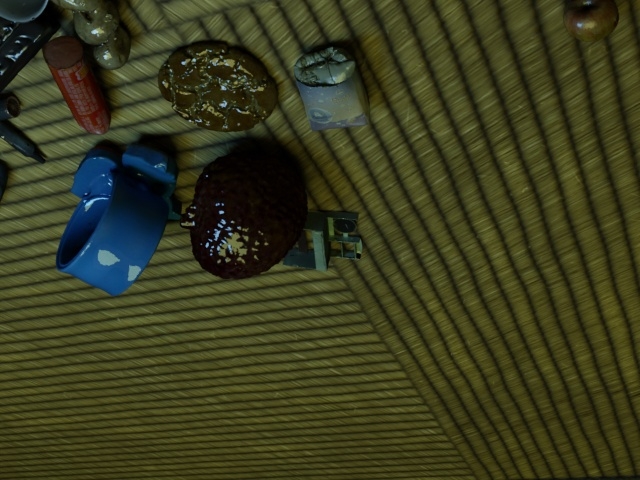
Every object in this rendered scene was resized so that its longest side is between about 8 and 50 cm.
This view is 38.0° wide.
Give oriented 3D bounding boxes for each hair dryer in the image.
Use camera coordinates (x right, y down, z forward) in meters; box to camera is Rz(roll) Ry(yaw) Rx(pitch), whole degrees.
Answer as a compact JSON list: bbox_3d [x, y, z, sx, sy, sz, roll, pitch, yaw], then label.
[{"bbox_3d":[-0.657,-0.215,1.912,0.173,0.050,0.195,-3,146,21],"label":"hair dryer"}]

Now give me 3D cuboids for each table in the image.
[{"bbox_3d":[0.000,0.000,2.045,0.175,0.062,0.146,5,144,10],"label":"table"}]

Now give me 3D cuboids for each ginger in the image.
[{"bbox_3d":[-0.388,-0.380,1.597,0.104,0.080,0.204,4,145,31],"label":"ginger"}]

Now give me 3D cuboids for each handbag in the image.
[{"bbox_3d":[0.021,-0.273,1.651,0.117,0.095,0.173,-6,150,11],"label":"handbag"}]

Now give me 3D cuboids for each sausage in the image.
[{"bbox_3d":[-0.443,-0.273,1.731,0.074,0.074,0.274,6,156,4],"label":"sausage"}]

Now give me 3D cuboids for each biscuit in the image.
[{"bbox_3d":[-0.191,-0.278,1.724,0.226,0.042,0.226,7,144,5],"label":"biscuit"}]

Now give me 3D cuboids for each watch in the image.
[{"bbox_3d":[-0.397,-0.041,1.894,0.241,0.274,0.305,29,144,-25],"label":"watch"}]

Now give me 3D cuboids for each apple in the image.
[{"bbox_3d":[0.426,-0.350,1.461,0.084,0.084,0.071,-8,150,22],"label":"apple"}]

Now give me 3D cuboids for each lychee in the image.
[{"bbox_3d":[-0.150,-0.048,1.857,0.261,0.260,0.260,6,144,4],"label":"lychee"}]

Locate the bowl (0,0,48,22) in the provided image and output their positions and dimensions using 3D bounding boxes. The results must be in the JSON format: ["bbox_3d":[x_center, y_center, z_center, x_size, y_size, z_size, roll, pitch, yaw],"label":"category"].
[{"bbox_3d":[-0.481,-0.452,1.490,0.189,0.086,0.189,16,126,23],"label":"bowl"}]

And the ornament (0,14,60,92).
[{"bbox_3d":[-0.617,-0.376,1.581,0.251,0.106,0.260,-42,107,9],"label":"ornament"}]

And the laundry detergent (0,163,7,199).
[{"bbox_3d":[-0.789,-0.083,2.072,0.143,0.094,0.290,17,143,-18],"label":"laundry detergent"}]

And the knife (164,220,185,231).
[{"bbox_3d":[-0.412,-0.028,2.132,0.298,0.017,0.047,-8,139,27],"label":"knife"}]
